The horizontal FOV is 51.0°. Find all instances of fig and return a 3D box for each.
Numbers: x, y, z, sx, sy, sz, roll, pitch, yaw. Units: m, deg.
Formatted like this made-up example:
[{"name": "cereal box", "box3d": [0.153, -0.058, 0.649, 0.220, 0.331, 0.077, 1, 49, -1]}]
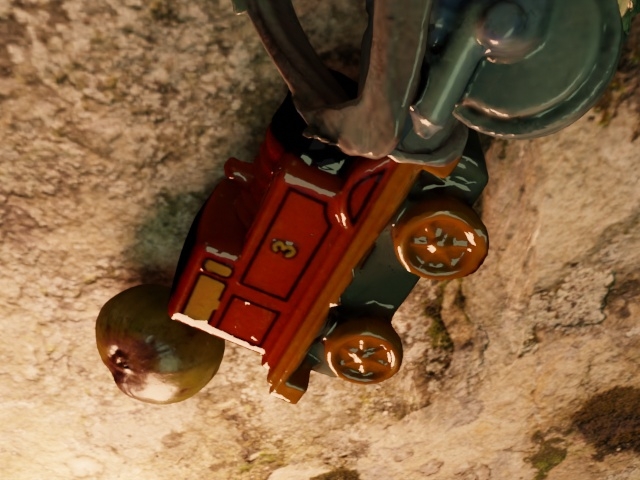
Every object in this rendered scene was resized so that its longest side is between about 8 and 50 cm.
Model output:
[{"name": "fig", "box3d": [-0.172, 0.114, 0.726, 0.136, 0.120, 0.153, 25, 154, 19]}]

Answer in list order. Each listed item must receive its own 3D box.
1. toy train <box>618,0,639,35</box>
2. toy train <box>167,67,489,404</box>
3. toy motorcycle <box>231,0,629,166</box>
[{"name": "toy train", "box3d": [0.185, -0.240, 0.481, 0.081, 0.125, 0.194, -37, 130, -29]}, {"name": "toy train", "box3d": [0.000, 0.000, 0.637, 0.232, 0.163, 0.369, 21, 124, -12]}, {"name": "toy motorcycle", "box3d": [0.048, -0.206, 0.395, 0.241, 0.182, 0.319, -1, 92, 2]}]
